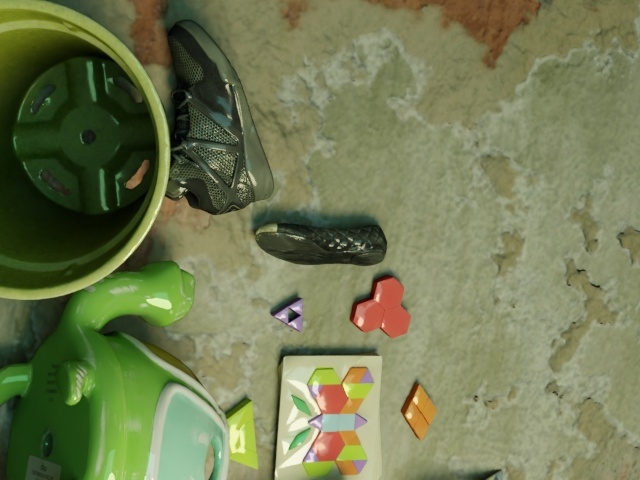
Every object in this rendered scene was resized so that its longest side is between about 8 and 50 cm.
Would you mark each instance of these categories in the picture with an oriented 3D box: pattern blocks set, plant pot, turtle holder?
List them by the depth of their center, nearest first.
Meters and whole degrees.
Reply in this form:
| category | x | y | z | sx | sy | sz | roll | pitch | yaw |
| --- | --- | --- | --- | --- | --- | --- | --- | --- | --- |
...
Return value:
| category | x | y | z | sx | sy | sz | roll | pitch | yaw |
| --- | --- | --- | --- | --- | --- | --- | --- | --- | --- |
| plant pot | -0.263 | -0.100 | 1.151 | 0.276 | 0.254 | 0.276 | 1 | 99 | 4 |
| turtle holder | -0.229 | 0.203 | 1.256 | 0.227 | 0.243 | 0.320 | 13 | 51 | -36 |
| pattern blocks set | 0.014 | 0.226 | 1.435 | 0.285 | 0.026 | 0.325 | -14 | 101 | -18 |

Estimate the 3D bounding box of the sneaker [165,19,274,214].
| category | x | y | z | sx | sy | sz | roll | pitch | yaw |
| --- | --- | --- | --- | --- | --- | --- | --- | --- | --- |
| sneaker | -0.147 | -0.131 | 1.301 | 0.130 | 0.087 | 0.228 | -26 | 110 | -23 |

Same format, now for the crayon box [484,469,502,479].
| category | x | y | z | sx | sy | sz | roll | pitch | yaw |
| --- | --- | --- | --- | --- | --- | --- | --- | --- | --- |
| crayon box | 0.225 | 0.484 | 1.464 | 0.203 | 0.083 | 0.323 | -13 | 102 | -52 |

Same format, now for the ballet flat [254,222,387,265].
| category | x | y | z | sx | sy | sz | roll | pitch | yaw |
| --- | --- | --- | --- | --- | --- | --- | --- | --- | --- |
| ballet flat | 0.000 | 0.000 | 1.401 | 0.173 | 0.057 | 0.049 | 6 | 53 | -22 |
